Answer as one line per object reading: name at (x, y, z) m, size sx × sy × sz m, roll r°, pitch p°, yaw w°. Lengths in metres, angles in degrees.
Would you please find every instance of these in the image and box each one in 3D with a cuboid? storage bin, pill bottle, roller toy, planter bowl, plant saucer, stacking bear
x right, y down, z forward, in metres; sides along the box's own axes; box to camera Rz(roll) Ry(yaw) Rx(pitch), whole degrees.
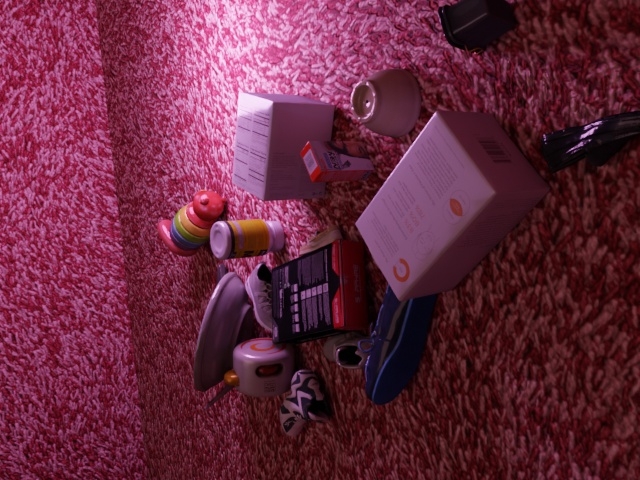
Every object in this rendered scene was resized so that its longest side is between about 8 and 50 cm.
storage bin at (0.307, -0.419, 1.213) m, size 0.091 × 0.135 × 0.098 m, roll -22°, pitch 77°, yaw 44°
pill bottle at (-0.224, -0.006, 1.951) m, size 0.119 × 0.208 × 0.119 m, roll 11°, pitch 103°, yaw 54°
roller toy at (-0.176, 0.398, 1.954) m, size 0.191 × 0.209 × 0.146 m, roll 5°, pitch 102°, yaw 29°
planter bowl at (0.140, -0.322, 1.474) m, size 0.162 × 0.109 × 0.162 m, roll 13°, pitch 107°, yaw 53°
plant saucer at (-0.299, 0.307, 2.072) m, size 0.100 × 0.400 × 0.401 m, roll 13°, pitch 111°, yaw 8°
stacking bear at (-0.455, -0.079, 2.325) m, size 0.289 × 0.175 × 0.164 m, roll -44°, pitch 57°, yaw 40°

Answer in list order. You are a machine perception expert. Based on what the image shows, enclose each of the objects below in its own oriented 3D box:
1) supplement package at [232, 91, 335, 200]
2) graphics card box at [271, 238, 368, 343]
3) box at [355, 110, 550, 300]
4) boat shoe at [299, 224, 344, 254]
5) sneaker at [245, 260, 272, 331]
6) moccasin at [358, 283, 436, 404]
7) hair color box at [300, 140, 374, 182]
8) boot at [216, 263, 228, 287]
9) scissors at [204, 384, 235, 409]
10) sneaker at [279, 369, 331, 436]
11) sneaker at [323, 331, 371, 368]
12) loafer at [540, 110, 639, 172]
supplement package at (-0.108, -0.265, 1.755) m, size 0.198 × 0.199 × 0.263 m, roll 30°, pitch 119°, yaw 50°
graphics card box at (-0.013, 0.154, 1.744) m, size 0.371 × 0.094 × 0.233 m, roll -25°, pitch 63°, yaw 52°
box at (0.256, -0.066, 1.298) m, size 0.345 × 0.168 × 0.215 m, roll -55°, pitch 52°, yaw 42°
boat shoe at (0.000, 0.000, 1.768) m, size 0.170 × 0.063 × 0.059 m, roll -22°, pitch 74°, yaw 44°
sneaker at (-0.158, 0.180, 1.975) m, size 0.281 × 0.105 × 0.115 m, roll 51°, pitch 133°, yaw 39°
moccasin at (0.181, 0.222, 1.503) m, size 0.117 × 0.137 × 0.342 m, roll 32°, pitch 107°, yaw 47°
hair color box at (0.044, -0.198, 1.578) m, size 0.053 × 0.167 × 0.093 m, roll -47°, pitch 58°, yaw 46°
boot at (-0.353, 0.197, 2.306) m, size 0.137 × 0.076 × 0.198 m, roll -106°, pitch 24°, yaw -46°
scissors at (-0.262, 0.453, 2.017) m, size 0.021 × 0.297 × 0.109 m, roll 2°, pitch 130°, yaw 33°
sneaker at (-0.042, 0.519, 1.870) m, size 0.153 × 0.094 × 0.235 m, roll 46°, pitch 121°, yaw 52°
sneaker at (0.069, 0.289, 1.657) m, size 0.262 × 0.121 × 0.099 m, roll -13°, pitch 83°, yaw 55°
loafer at (0.473, -0.165, 1.062) m, size 0.223 × 0.076 × 0.078 m, roll -11°, pitch 91°, yaw 60°
